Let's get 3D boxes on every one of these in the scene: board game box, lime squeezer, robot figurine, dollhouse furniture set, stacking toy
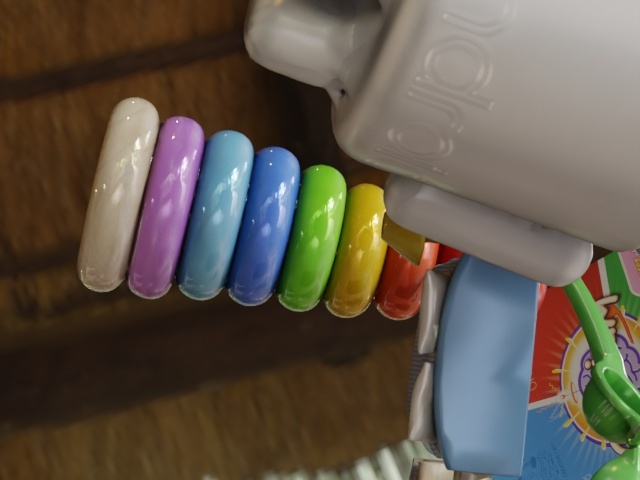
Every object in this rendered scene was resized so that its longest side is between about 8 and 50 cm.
[{"bbox_3d":[0.292,0.129,1.755,0.316,0.242,0.064,-31,-39,15],"label":"board game box"},{"bbox_3d":[0.164,0.129,1.144,0.059,0.310,0.110,21,-29,-22],"label":"lime squeezer"},{"bbox_3d":[0.141,-0.104,1.022,0.353,0.200,0.300,18,-52,-8],"label":"robot figurine"},{"bbox_3d":[0.016,0.121,1.270,0.198,0.303,0.286,6,-1,-3],"label":"dollhouse furniture set"},{"bbox_3d":[0.000,0.000,1.367,0.330,0.141,0.141,13,-30,-6],"label":"stacking toy"}]
